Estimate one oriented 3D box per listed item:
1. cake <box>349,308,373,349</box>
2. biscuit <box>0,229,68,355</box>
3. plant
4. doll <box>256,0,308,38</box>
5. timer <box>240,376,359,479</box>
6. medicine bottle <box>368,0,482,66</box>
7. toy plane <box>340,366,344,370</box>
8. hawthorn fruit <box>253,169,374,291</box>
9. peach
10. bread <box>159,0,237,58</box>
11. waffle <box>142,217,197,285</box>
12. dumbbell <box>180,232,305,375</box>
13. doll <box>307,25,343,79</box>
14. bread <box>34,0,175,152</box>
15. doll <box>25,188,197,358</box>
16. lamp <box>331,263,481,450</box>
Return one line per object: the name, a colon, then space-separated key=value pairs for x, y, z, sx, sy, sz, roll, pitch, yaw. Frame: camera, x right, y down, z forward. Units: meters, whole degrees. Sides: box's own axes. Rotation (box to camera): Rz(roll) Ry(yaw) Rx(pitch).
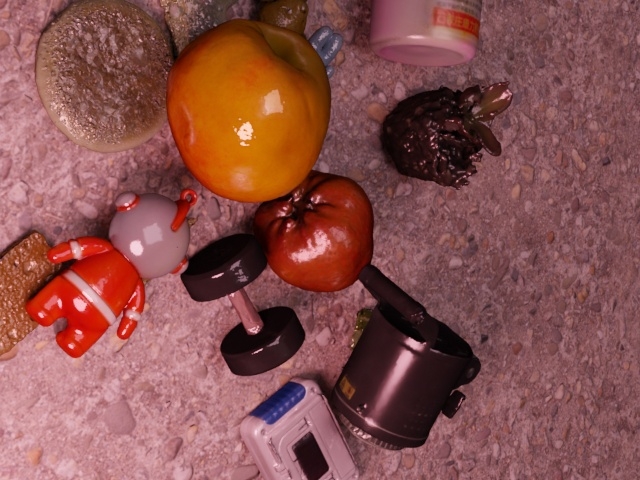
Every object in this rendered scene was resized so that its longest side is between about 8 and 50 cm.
cake: x=0.158 y=0.213 z=2.176 sx=0.235 sy=0.099 sz=0.100 roll=18 pitch=81 yaw=-17
biscuit: x=-0.494 y=0.098 z=1.649 sx=0.231 sy=0.025 sz=0.131 roll=-45 pitch=118 yaw=-30
plant: x=0.253 y=-0.211 z=2.120 sx=0.204 sy=0.234 sz=0.178 roll=-46 pitch=124 yaw=-35
doll: x=-0.064 y=-0.456 z=1.940 sx=0.137 sy=0.097 sz=0.209 roll=5 pitch=83 yaw=-45
timer: x=-0.031 y=0.402 z=1.999 sx=0.178 sy=0.078 sz=0.253 roll=-38 pitch=114 yaw=-31
medicine bottle: x=0.217 y=-0.554 z=2.084 sx=0.219 sy=0.219 sz=0.388 roll=8 pitch=85 yaw=-39
toy plane: x=0.074 y=0.270 z=2.110 sx=0.083 sy=0.031 sz=0.078 roll=29 pitch=86 yaw=-38
hawthorn fruit: x=0.000 y=0.000 z=1.943 sx=0.224 sy=0.224 sz=0.261 roll=-58 pitch=146 yaw=-22
peach: x=-0.126 y=-0.204 z=1.773 sx=0.289 sy=0.289 sz=0.308 roll=4 pitch=129 yaw=-39
bread: x=-0.210 y=-0.431 z=1.840 sx=0.172 sy=0.064 sz=0.232 roll=34 pitch=69 yaw=-36
waffle: x=-0.270 y=0.024 z=1.829 sx=0.153 sy=0.023 sz=0.097 roll=-22 pitch=106 yaw=-36
dumbbell: x=-0.136 y=0.113 z=1.860 sx=0.152 sy=0.152 sz=0.218 roll=-39 pitch=114 yaw=-31
doll: x=-0.033 y=-0.319 z=1.969 sx=0.120 sy=0.075 sz=0.179 roll=33 pitch=88 yaw=-25
bread: x=-0.346 y=-0.276 z=1.749 sx=0.267 sy=0.040 sz=0.267 roll=-1 pitch=91 yaw=-39
doll: x=-0.322 y=0.031 z=1.715 sx=0.336 sy=0.105 sz=0.200 roll=-48 pitch=118 yaw=-19
lamp: x=0.142 y=0.255 z=1.984 sx=0.272 sy=0.205 sz=0.374 roll=-51 pitch=138 yaw=0
